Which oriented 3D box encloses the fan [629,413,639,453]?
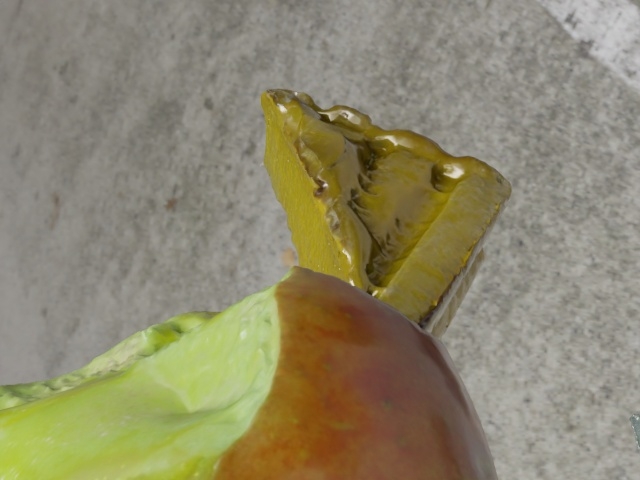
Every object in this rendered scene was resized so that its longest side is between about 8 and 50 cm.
[{"bbox_3d":[0.239,0.204,0.742,0.113,0.005,0.175,-9,55,13],"label":"fan"}]

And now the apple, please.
[{"bbox_3d":[-0.054,0.124,0.402,0.246,0.226,0.246,175,90,-68],"label":"apple"}]

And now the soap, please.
[{"bbox_3d":[0.000,0.000,1.053,0.304,0.339,0.169,22,126,14],"label":"soap"}]
